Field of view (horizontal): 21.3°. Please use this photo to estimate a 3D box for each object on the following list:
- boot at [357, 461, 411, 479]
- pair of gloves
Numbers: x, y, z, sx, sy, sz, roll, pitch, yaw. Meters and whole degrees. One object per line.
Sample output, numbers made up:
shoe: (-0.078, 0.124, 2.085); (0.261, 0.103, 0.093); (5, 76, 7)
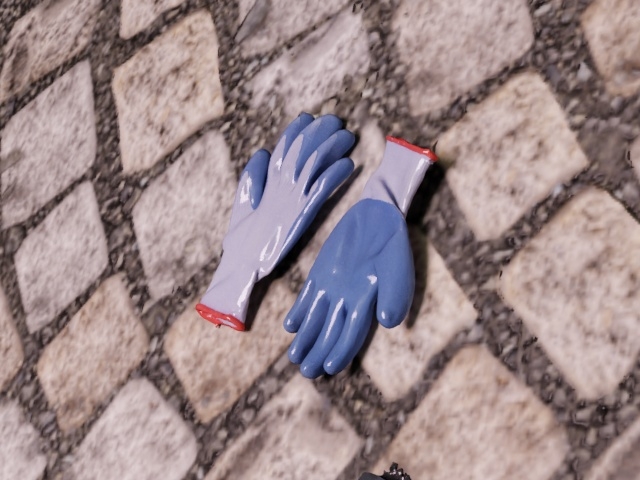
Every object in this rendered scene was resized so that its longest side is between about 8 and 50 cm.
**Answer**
boot: (0.052, 0.245, 0.780); (0.246, 0.094, 0.207); (40, 75, 21)
pair of gloves: (0.000, 0.000, 1.059); (0.198, 0.023, 0.159); (22, 85, 51)
